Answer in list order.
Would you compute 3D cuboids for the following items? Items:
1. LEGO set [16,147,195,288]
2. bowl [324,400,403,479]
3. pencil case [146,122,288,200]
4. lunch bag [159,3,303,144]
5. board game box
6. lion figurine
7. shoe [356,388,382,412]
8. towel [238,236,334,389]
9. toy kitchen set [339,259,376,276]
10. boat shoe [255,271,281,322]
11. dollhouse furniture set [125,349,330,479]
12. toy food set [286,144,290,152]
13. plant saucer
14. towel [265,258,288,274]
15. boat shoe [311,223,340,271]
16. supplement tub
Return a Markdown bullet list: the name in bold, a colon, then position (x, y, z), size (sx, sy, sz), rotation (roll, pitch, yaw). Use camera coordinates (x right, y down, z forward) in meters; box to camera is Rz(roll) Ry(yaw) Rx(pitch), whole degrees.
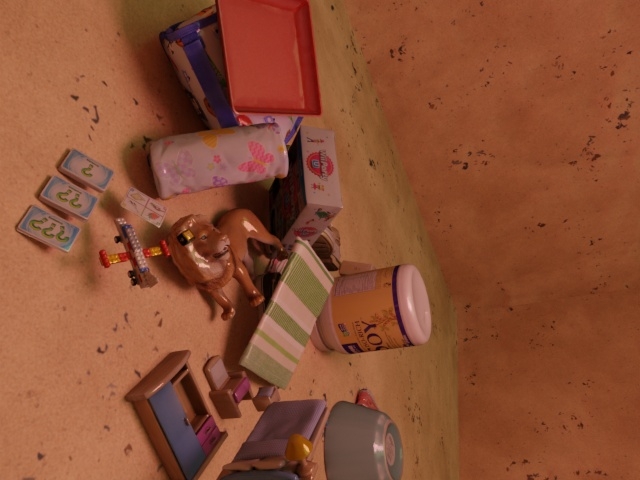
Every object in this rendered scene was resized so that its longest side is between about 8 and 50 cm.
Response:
- **LEGO set**: position (-0.320, -0.032, 0.802), size (0.244, 0.060, 0.183), rotation (33, 44, -25)
- **bowl**: position (0.148, 0.644, 1.500), size (0.311, 0.163, 0.312), rotation (42, 43, -54)
- **pencil case**: position (-0.200, -0.156, 0.983), size (0.113, 0.273, 0.124), rotation (-120, -159, -51)
- **lunch bag**: position (-0.195, -0.377, 1.156), size (0.386, 0.238, 0.328), rotation (-81, 151, -55)
- **board game box**: position (-0.049, -0.111, 1.275), size (0.097, 0.303, 0.224), rotation (6, 62, -21)
- **lion figurine**: position (-0.201, 0.012, 1.102), size (0.240, 0.142, 0.392), rotation (62, 13, -16)
- **shoe**: position (0.172, 0.605, 1.705), size (0.178, 0.063, 0.081), rotation (64, 27, -15)
- **towel**: position (-0.072, 0.181, 1.199), size (0.325, 0.038, 0.248), rotation (-65, 151, -21)
- **toy kitchen set**: position (0.137, 0.203, 1.808), size (0.166, 0.122, 0.207), rotation (42, 61, -54)
- **boat shoe**: position (-0.112, 0.190, 1.253), size (0.077, 0.070, 0.220), rotation (-3, 81, -67)
- **dollhouse furniture set**: position (-0.123, 0.279, 0.887), size (0.286, 0.303, 0.198), rotation (-49, 124, -62)
- **toy food set**: position (-0.073, -0.234, 1.529), size (0.128, 0.071, 0.218), rotation (-24, 94, -64)
- **plant saucer**: position (-0.109, -0.384, 1.024), size (0.259, 0.047, 0.259), rotation (-14, 100, -48)
- **towel**: position (-0.085, 0.120, 1.404), size (0.197, 0.029, 0.144), rotation (65, 27, -27)
- **boat shoe**: position (0.000, 0.000, 1.522), size (0.302, 0.113, 0.103), rotation (69, 26, -66)
- **supplement tub**: position (0.145, 0.213, 1.497), size (0.241, 0.331, 0.241), rotation (44, 39, -52)
